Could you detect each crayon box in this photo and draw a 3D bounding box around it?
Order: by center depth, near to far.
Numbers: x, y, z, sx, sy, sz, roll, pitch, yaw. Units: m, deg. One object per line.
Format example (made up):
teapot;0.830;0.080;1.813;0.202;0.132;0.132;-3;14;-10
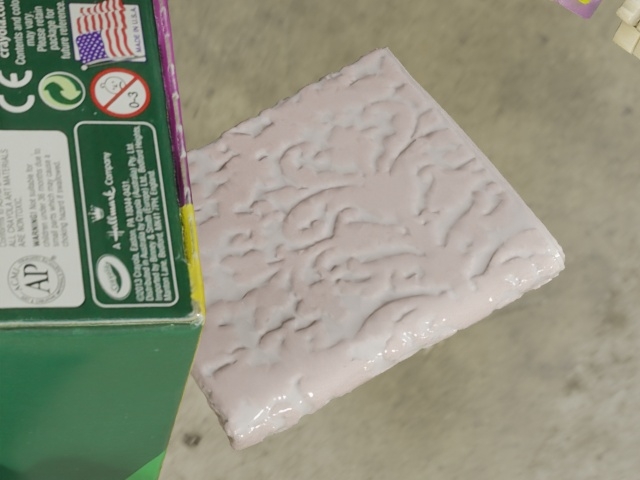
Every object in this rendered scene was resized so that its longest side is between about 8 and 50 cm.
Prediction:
crayon box;-0.149;-0.038;0.946;0.106;0.313;0.363;-1;58;-15

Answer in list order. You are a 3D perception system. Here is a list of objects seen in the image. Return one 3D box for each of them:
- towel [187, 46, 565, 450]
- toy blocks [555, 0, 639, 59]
towel;0.000;0.000;1.707;0.332;0.053;0.317;-29;51;-9
toy blocks;0.199;-0.309;1.380;0.309;0.289;0.260;42;104;40
